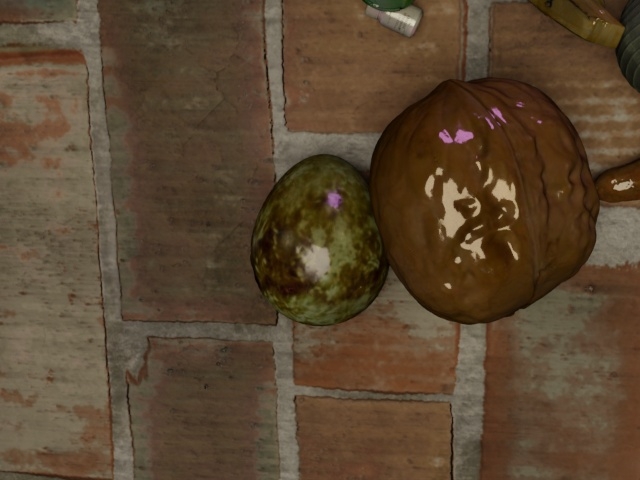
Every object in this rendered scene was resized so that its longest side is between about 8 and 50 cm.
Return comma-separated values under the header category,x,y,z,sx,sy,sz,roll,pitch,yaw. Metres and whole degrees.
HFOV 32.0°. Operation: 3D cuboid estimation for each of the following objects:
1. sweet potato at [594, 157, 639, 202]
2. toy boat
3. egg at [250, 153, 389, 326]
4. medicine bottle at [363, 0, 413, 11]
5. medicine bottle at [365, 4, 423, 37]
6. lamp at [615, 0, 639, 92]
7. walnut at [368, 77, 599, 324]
category,x,y,z,sx,sy,sz,roll,pitch,yaw
sweet potato,0.611,-0.142,1.801,0.354,0.095,0.106,-31,57,13
toy boat,0.394,-0.371,1.745,0.226,0.088,0.068,50,133,39
egg,0.000,0.000,1.875,0.238,0.238,0.289,-1,95,10
medicine bottle,0.125,-0.473,1.712,0.133,0.274,0.133,3,64,-6
medicine bottle,0.122,-0.376,1.848,0.089,0.052,0.052,26,108,2
lamp,0.574,-0.324,1.688,0.233,0.265,0.233,5,70,-14
walnut,0.254,-0.064,1.775,0.354,0.308,0.398,-19,103,-26
